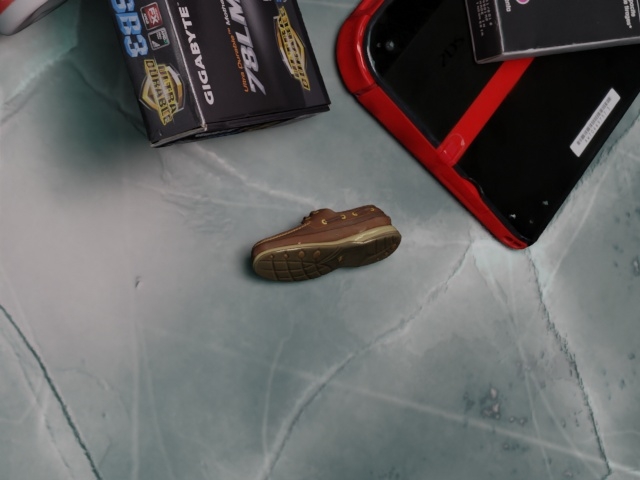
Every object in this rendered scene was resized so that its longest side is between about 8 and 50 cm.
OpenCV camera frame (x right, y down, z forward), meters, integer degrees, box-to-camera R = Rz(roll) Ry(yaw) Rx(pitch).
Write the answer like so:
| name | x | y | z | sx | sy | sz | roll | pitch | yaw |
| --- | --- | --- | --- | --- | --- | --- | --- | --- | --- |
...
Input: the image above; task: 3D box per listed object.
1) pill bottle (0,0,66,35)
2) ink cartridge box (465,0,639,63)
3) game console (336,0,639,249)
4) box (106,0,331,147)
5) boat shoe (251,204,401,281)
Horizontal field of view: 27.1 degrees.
| name | x | y | z | sx | sy | sz | roll | pitch | yaw |
| --- | --- | --- | --- | --- | --- | --- | --- | --- | --- |
| pill bottle | -0.329 | -0.356 | 1.279 | 0.161 | 0.161 | 0.283 | -41 | 101 | -23 |
| ink cartridge box | 0.331 | -0.319 | 1.585 | 0.370 | 0.069 | 0.176 | -11 | 91 | -31 |
| game console | 0.228 | -0.235 | 1.589 | 0.342 | 0.060 | 0.386 | 45 | 68 | -18 |
| box | -0.114 | -0.250 | 1.325 | 0.293 | 0.073 | 0.296 | -20 | 92 | -67 |
| boat shoe | 0.000 | 0.000 | 1.448 | 0.178 | 0.064 | 0.060 | -11 | 58 | -27 |
